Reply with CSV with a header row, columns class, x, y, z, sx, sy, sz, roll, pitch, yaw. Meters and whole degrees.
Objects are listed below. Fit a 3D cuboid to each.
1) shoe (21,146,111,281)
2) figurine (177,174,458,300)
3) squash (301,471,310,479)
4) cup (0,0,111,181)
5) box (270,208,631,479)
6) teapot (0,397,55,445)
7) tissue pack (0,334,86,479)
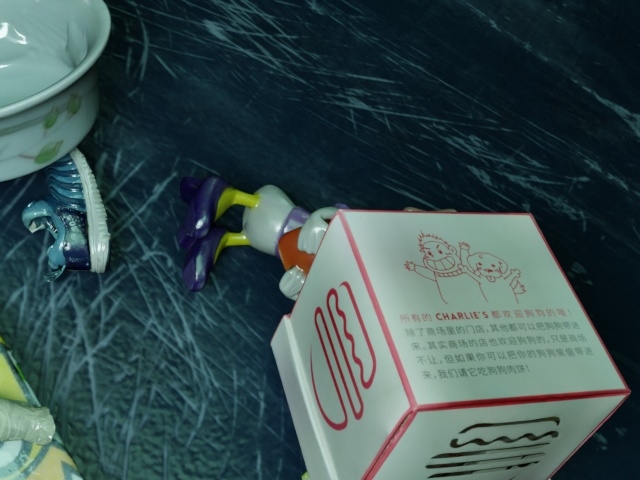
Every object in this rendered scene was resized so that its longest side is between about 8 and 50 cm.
class,x,y,z,sx,sy,sz,roll,pitch,yaw
shoe,-0.349,-0.044,1.235,0.106,0.091,0.207,-11,66,-20
figurine,-0.004,0.001,1.336,0.421,0.154,0.193,12,25,-9
squash,0.086,0.343,1.250,0.229,0.066,0.066,9,62,-18
cup,-0.429,-0.193,1.193,0.347,0.163,0.347,-3,44,3
box,0.148,0.166,1.183,0.314,0.300,0.312,0,48,-23
teapot,-0.335,0.197,1.002,0.083,0.057,0.067,16,22,-27
tissue pack,-0.419,0.248,1.038,0.228,0.128,0.310,-28,79,-33
